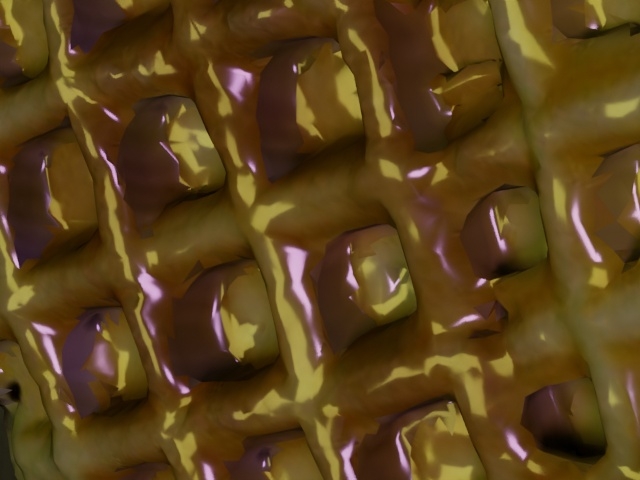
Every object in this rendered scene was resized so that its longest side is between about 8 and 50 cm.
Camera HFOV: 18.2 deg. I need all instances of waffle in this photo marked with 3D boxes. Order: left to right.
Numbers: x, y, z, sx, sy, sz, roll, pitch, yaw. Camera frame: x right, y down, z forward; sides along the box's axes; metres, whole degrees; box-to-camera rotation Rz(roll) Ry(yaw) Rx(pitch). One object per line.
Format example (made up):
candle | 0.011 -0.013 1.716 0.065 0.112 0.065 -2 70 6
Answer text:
waffle | 0.000 0.000 0.504 0.297 0.073 0.317 37 124 29
